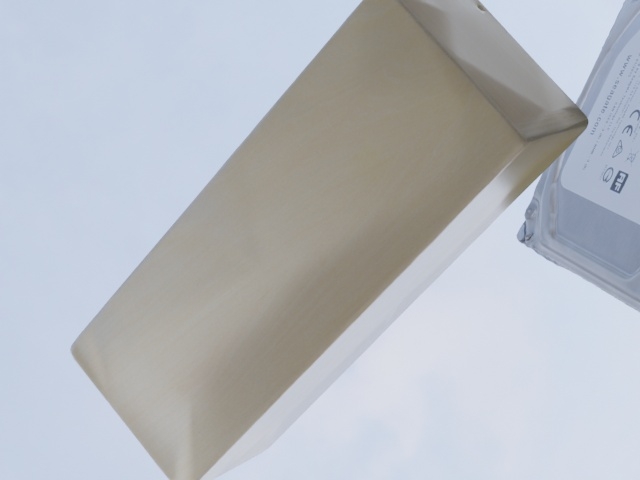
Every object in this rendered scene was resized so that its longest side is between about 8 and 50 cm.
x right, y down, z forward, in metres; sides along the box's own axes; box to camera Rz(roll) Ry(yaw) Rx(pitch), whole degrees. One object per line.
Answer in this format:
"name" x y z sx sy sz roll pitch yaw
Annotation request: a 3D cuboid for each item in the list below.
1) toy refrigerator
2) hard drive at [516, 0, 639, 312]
"toy refrigerator" 0.000 0.000 0.769 0.102 0.269 0.094 49 -152 13
"hard drive" 0.246 -0.058 0.889 0.064 0.339 0.236 23 -83 -21
